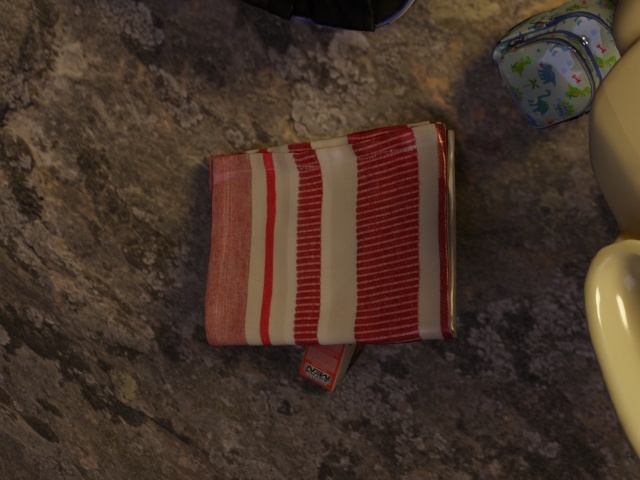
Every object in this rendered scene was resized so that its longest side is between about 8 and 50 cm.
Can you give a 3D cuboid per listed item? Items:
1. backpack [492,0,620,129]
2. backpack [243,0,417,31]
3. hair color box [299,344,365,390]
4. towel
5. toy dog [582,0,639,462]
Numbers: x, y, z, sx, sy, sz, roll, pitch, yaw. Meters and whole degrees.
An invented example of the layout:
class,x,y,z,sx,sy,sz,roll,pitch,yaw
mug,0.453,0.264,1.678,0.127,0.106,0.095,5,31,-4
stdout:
class,x,y,z,sx,sy,sz,roll,pitch,yaw
backpack,0.229,-0.162,0.893,0.114,0.084,0.105,-21,109,37
backpack,0.021,-0.324,0.833,0.277,0.213,0.263,25,122,22
hair color box,0.031,0.093,1.182,0.053,0.093,0.167,28,131,14
towel,0.000,0.000,1.091,0.329,0.037,0.237,-5,81,34
toy dog,0.380,0.002,0.710,0.284,0.408,0.395,-53,45,26
